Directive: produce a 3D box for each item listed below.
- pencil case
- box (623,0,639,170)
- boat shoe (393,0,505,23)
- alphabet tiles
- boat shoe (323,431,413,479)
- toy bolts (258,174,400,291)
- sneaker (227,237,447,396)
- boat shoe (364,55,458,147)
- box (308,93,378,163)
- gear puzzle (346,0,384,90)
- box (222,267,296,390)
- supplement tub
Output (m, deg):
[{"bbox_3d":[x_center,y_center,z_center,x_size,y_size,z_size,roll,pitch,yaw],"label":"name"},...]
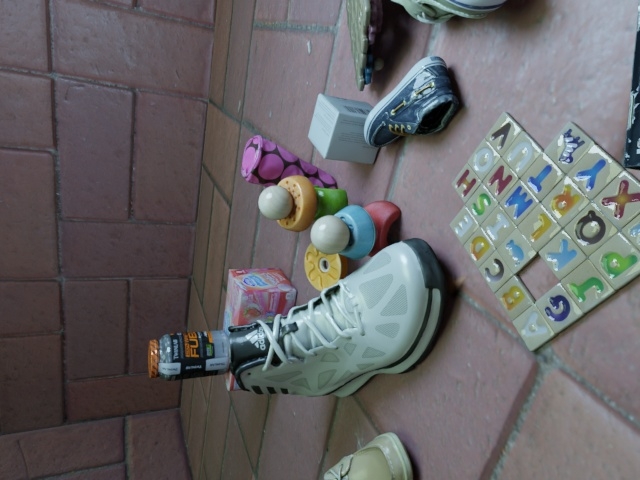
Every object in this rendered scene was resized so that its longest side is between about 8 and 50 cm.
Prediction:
[{"bbox_3d":[-0.065,-0.126,0.872,0.095,0.209,0.098,24,90,57],"label":"pencil case"},{"bbox_3d":[0.321,-0.137,0.262,0.220,0.051,0.175,9,98,64],"label":"box"},{"bbox_3d":[0.157,-0.345,0.572,0.302,0.109,0.094,-105,14,-47],"label":"boat shoe"},{"bbox_3d":[0.236,-0.029,0.482,0.198,0.009,0.237,-64,36,42],"label":"alphabet tiles"},{"bbox_3d":[0.058,0.428,0.733,0.302,0.098,0.109,-64,36,41],"label":"boat shoe"},{"bbox_3d":[0.000,0.000,0.733,0.228,0.158,0.218,12,102,46],"label":"toy bolts"},{"bbox_3d":[-0.006,0.160,0.689,0.447,0.257,0.169,-59,39,45],"label":"sneaker"},{"bbox_3d":[0.128,-0.180,0.643,0.183,0.065,0.083,-46,48,53],"label":"boat shoe"},{"bbox_3d":[0.046,-0.200,0.769,0.102,0.101,0.087,-120,39,-49],"label":"box"},{"bbox_3d":[0.075,-0.439,0.760,0.175,0.044,0.339,87,179,-62],"label":"gear puzzle"},{"bbox_3d":[-0.178,0.237,1.160,0.142,0.154,0.300,42,128,57],"label":"box"},{"bbox_3d":[-0.337,0.294,1.095,0.117,0.190,0.117,-3,87,63],"label":"supplement tub"}]
